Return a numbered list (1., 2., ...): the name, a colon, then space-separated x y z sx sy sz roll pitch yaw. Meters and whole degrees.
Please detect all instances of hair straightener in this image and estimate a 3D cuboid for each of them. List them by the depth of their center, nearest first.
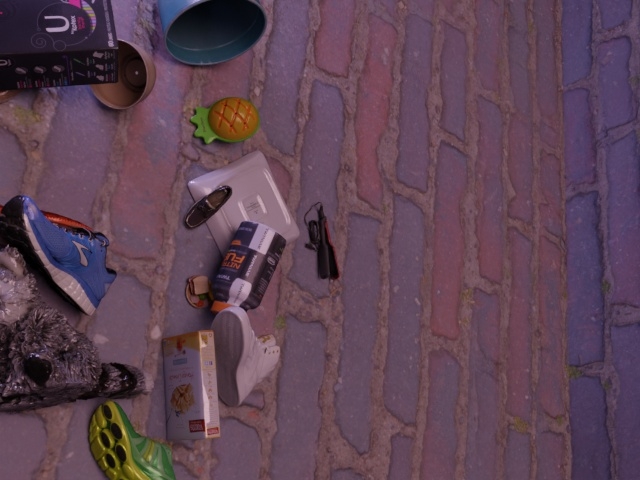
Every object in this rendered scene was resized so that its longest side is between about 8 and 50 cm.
1. hair straightener: 0.000 0.000 2.185 0.089 0.047 0.230 2 77 -41

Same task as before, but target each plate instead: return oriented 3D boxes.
1. plate: -0.189 -0.083 2.044 0.277 0.045 0.278 -32 100 -42

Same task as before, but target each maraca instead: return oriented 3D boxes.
1. maraca: -0.253 -0.319 2.022 0.185 0.099 0.127 -15 79 -18

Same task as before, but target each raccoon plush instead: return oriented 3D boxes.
1. raccoon plush: -0.569 0.194 1.595 0.446 0.216 0.299 33 38 -65

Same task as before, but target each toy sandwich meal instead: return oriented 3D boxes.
1. toy sandwich meal: -0.300 0.127 1.897 0.085 0.029 0.086 13 70 -39

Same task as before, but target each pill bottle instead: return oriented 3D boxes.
1. pill bottle: -0.188 0.084 1.903 0.130 0.130 0.246 33 70 -31

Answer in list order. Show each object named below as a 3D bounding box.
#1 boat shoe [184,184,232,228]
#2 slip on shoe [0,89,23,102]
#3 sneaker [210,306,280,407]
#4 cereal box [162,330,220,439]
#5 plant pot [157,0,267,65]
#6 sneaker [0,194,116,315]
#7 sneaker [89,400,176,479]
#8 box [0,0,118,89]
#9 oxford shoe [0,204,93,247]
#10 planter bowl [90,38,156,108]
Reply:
1. boat shoe: -0.286 -0.089 1.922 0.056 0.049 0.152 45 79 -6
2. slip on shoe: -0.680 -0.351 1.686 0.135 0.041 0.051 -41 106 -40
3. sneaker: -0.180 0.252 1.861 0.169 0.108 0.293 -37 143 -45
4. cereal box: -0.301 0.336 1.743 0.047 0.173 0.240 5 74 -41
5. plant pot: -0.303 -0.641 1.968 0.271 0.271 0.255 -1 64 -42
6. sneaker: -0.538 0.011 1.585 0.147 0.129 0.330 -52 145 -23
7. sneaker: -0.406 0.482 1.675 0.296 0.109 0.123 61 23 -6
8. box: -0.586 -0.439 1.646 0.270 0.143 0.165 -8 71 -18
9. oxford shoe: -0.626 -0.017 1.624 0.271 0.097 0.098 9 93 -36
10. planter bowl: -0.465 -0.405 1.830 0.162 0.162 0.109 65 21 -7
